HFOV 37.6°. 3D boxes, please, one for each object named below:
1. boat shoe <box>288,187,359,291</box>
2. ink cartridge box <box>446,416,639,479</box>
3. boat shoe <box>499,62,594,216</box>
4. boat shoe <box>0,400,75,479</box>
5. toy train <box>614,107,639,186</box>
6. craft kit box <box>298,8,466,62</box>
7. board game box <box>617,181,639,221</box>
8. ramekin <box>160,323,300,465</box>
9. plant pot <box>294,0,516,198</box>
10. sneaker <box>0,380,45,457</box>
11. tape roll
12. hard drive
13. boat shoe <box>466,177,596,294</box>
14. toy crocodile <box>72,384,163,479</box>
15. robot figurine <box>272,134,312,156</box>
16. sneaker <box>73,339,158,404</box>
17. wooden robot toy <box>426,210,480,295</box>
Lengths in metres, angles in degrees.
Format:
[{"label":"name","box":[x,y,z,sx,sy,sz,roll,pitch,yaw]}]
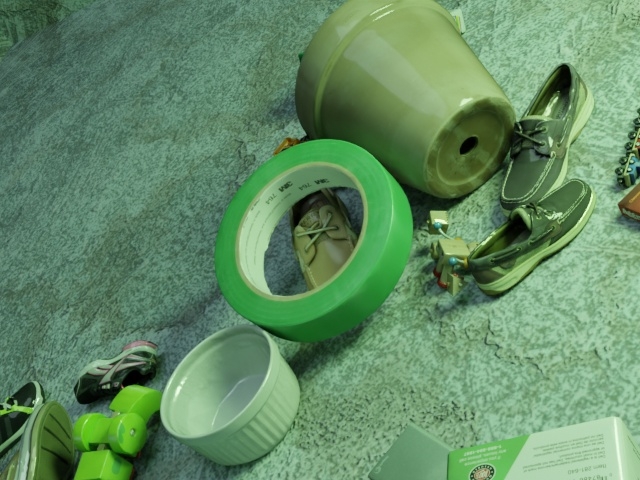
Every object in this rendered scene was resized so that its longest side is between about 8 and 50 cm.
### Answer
[{"label":"boat shoe","box":[0.000,0.000,1.586,0.122,0.110,0.341,-33,34,7]},{"label":"ink cartridge box","box":[0.237,0.341,0.955,0.201,0.117,0.278,-19,38,26]},{"label":"boat shoe","box":[0.343,-0.161,1.472,0.103,0.092,0.285,6,54,45]},{"label":"boat shoe","box":[-0.486,0.398,1.566,0.103,0.113,0.302,-23,37,12]},{"label":"toy train","box":[0.470,-0.139,1.391,0.036,0.027,0.158,6,52,33]},{"label":"craft kit box","box":[0.125,-0.404,1.924,0.247,0.061,0.250,-30,24,-37]},{"label":"board game box","box":[0.554,-0.116,1.283,0.281,0.027,0.145,-44,33,-8]},{"label":"ramekin","box":[-0.128,0.241,1.423,0.207,0.109,0.207,-25,35,19]},{"label":"plant pot","box":[0.163,-0.222,1.560,0.323,0.323,0.280,-41,49,-4]},{"label":"sneaker","box":[-0.618,0.349,1.761,0.084,0.097,0.234,14,59,50]},{"label":"tape roll","box":[-0.015,-0.003,1.479,0.321,0.077,0.321,-15,58,26]},{"label":"hard drive","box":[0.133,0.296,1.191,0.094,0.022,0.135,-48,34,-14]},{"label":"boat shoe","box":[0.304,-0.017,1.356,0.223,0.073,0.080,-42,34,-5]},{"label":"toy crocodile","box":[-0.344,0.377,1.485,0.115,0.105,0.340,-9,48,35]},{"label":"robot figurine","box":[0.025,-0.201,1.825,0.291,0.085,0.211,-41,32,-5]},{"label":"sneaker","box":[-0.366,0.248,1.675,0.178,0.072,0.077,-35,44,16]},{"label":"wooden robot toy","box":[0.213,0.023,1.424,0.079,0.076,0.173,-1,35,-8]}]
